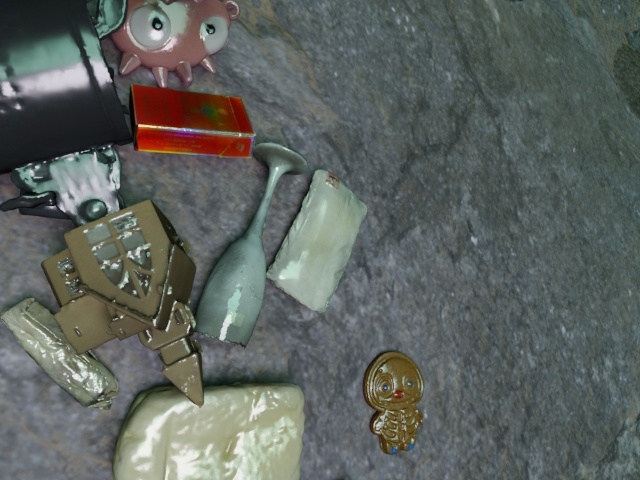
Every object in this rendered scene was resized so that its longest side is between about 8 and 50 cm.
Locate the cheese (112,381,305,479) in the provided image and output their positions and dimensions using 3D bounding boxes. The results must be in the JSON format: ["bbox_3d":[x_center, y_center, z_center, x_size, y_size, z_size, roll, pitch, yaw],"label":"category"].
[{"bbox_3d":[-0.149,0.283,0.675,0.262,0.093,0.159,5,75,-24],"label":"cheese"}]

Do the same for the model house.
[{"bbox_3d":[-0.221,0.106,0.607,0.176,0.181,0.248,-26,81,-12],"label":"model house"}]

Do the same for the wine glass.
[{"bbox_3d":[-0.083,-0.013,0.664,0.096,0.264,0.310,21,72,-12],"label":"wine glass"}]

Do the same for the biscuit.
[{"bbox_3d":[0.135,0.286,0.851,0.124,0.026,0.175,-1,81,-26],"label":"biscuit"}]

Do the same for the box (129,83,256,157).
[{"bbox_3d":[-0.196,-0.180,0.732,0.175,0.048,0.112,0,46,-25],"label":"box"}]

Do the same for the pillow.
[{"bbox_3d":[0.000,0.000,0.823,0.128,0.051,0.229,33,69,-26],"label":"pillow"}]

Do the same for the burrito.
[{"bbox_3d":[-0.337,0.152,0.632,0.058,0.045,0.188,-37,101,-1],"label":"burrito"}]

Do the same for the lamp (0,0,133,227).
[{"bbox_3d":[-0.369,-0.195,0.569,0.272,0.205,0.374,0,96,-21],"label":"lamp"}]

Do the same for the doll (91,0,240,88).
[{"bbox_3d":[-0.249,-0.341,0.736,0.262,0.093,0.211,-10,95,-24],"label":"doll"}]
